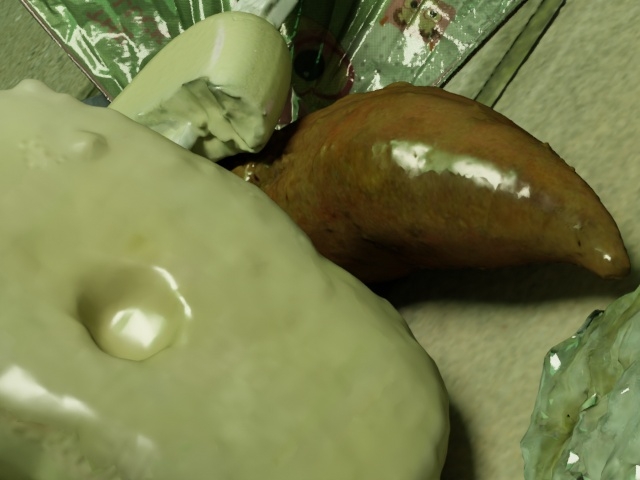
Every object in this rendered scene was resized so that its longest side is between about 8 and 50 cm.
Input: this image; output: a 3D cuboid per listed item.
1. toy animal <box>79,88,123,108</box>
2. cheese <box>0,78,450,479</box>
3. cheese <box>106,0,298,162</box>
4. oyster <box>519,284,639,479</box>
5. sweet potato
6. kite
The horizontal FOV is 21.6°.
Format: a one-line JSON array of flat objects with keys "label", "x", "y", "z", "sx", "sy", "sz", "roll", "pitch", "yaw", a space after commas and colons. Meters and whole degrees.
[{"label": "toy animal", "x": -0.189, "y": 0.008, "z": 0.991, "sx": 0.255, "sy": 0.176, "sz": 0.239, "roll": 26, "pitch": 97, "yaw": 37}, {"label": "cheese", "x": -0.065, "y": 0.086, "z": 0.713, "sx": 0.248, "sy": 0.251, "sz": 0.173, "roll": 22, "pitch": 48, "yaw": 21}, {"label": "cheese", "x": -0.049, "y": -0.089, "z": 0.840, "sx": 0.127, "sy": 0.050, "sz": 0.235, "roll": -24, "pitch": 26, "yaw": 40}, {"label": "oyster", "x": 0.118, "y": 0.104, "z": 0.483, "sx": 0.198, "sy": 0.112, "sz": 0.267, "roll": -28, "pitch": 35, "yaw": 27}, {"label": "sweet potato", "x": 0.001, "y": -0.015, "z": 0.801, "sx": 0.355, "sy": 0.095, "sz": 0.106, "roll": -11, "pitch": 80, "yaw": 47}, {"label": "kite", "x": -0.029, "y": -0.118, "z": 0.927, "sx": 0.323, "sy": 0.013, "sz": 0.267, "roll": -1, "pitch": 78, "yaw": 5}]
